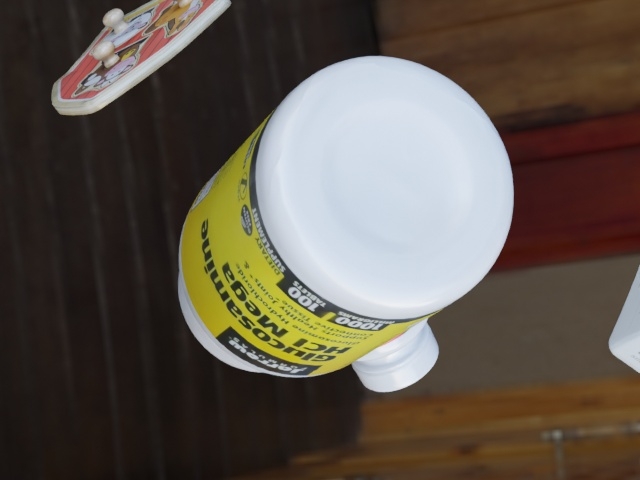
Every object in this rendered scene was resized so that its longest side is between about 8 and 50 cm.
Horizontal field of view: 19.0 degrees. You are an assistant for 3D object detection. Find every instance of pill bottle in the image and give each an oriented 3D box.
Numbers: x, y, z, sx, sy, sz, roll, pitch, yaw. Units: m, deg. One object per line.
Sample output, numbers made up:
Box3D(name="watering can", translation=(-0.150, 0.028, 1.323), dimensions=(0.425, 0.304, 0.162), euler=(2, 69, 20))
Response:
Box3D(name="pill bottle", translation=(0.000, 0.000, 1.459), dimensions=(0.188, 0.334, 0.188), euler=(5, 73, -17))
Box3D(name="pill bottle", translation=(0.040, 0.048, 1.760), dimensions=(0.180, 0.108, 0.108), euler=(62, 35, -31))

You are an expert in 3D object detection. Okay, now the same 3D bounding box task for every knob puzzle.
Box3D(name="knob puzzle", translation=(-0.154, -0.166, 1.565), dimensions=(0.030, 0.213, 0.213), euler=(54, 38, -21))

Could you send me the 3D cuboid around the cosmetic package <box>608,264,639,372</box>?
Box3D(name="cosmetic package", translation=(0.317, 0.027, 1.251), dimensions=(0.151, 0.184, 0.151), euler=(34, 56, -13))
